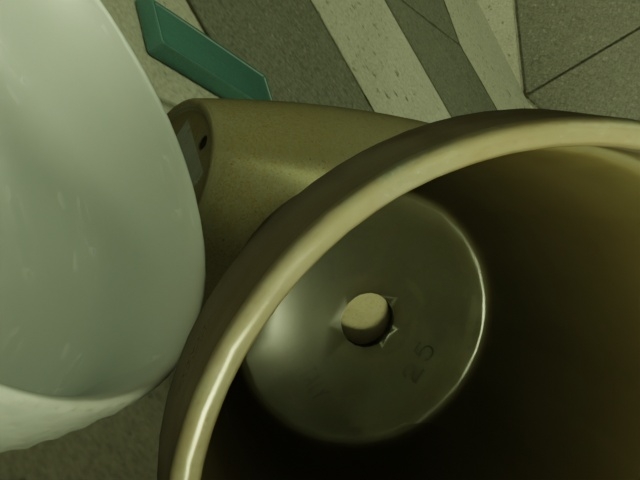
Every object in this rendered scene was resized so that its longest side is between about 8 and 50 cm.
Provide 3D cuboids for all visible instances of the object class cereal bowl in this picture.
[{"bbox_3d":[-0.211,-0.050,0.476,0.339,0.141,0.339,49,23,-30],"label":"cereal bowl"}]

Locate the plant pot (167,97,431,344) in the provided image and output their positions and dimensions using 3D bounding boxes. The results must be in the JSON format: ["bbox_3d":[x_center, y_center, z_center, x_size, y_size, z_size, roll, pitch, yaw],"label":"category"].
[{"bbox_3d":[0.000,0.000,0.773,0.274,0.256,0.256,21,42,-33],"label":"plant pot"}]

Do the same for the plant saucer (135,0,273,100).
[{"bbox_3d":[-0.105,-0.173,1.006,0.192,0.018,0.067,27,39,-53],"label":"plant saucer"}]

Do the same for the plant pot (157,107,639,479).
[{"bbox_3d":[0.061,0.080,0.548,0.323,0.323,0.280,51,-4,-20],"label":"plant pot"}]
